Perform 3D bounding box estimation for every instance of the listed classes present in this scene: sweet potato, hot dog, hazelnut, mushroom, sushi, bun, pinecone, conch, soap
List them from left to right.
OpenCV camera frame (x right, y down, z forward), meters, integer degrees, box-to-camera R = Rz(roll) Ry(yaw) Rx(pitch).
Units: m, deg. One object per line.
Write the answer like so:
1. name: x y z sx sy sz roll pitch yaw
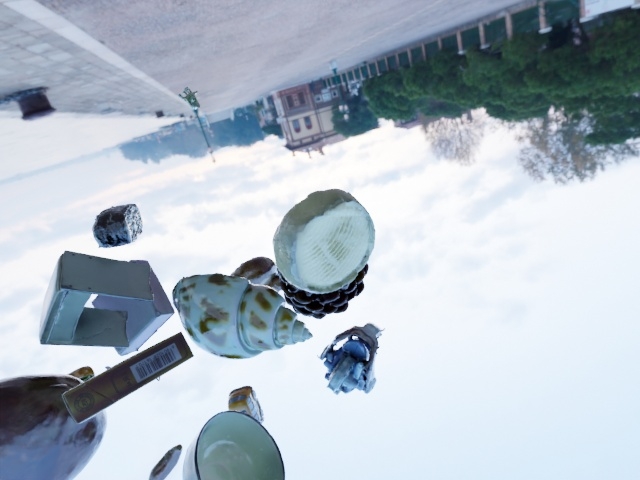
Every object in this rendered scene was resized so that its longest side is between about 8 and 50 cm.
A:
1. hazelnut: -0.823 0.541 1.173 0.421 0.421 0.353 -16 -131 1
2. hot dog: -1.027 0.616 1.722 0.337 0.135 0.100 -29 -167 16
3. sushi: -0.699 -0.054 1.457 0.127 0.124 0.225 -10 -158 -6
4. soap: -0.771 0.274 1.731 0.296 0.285 0.107 -41 160 18
5. sweet potato: -0.556 0.813 1.475 0.078 0.058 0.255 26 -96 41
6. conch: -0.210 0.200 1.108 0.368 0.249 0.197 -9 -136 1
7. mushroom: -0.278 0.176 1.825 0.278 0.163 0.297 -18 156 -17
8. bun: 0.000 0.000 1.025 0.259 0.259 0.152 -26 -143 -25
9. pinecone: 0.011 0.083 1.258 0.242 0.296 0.298 18 -107 24

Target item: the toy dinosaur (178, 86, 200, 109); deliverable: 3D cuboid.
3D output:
1. toy dinosaur: -0.346 -0.384 1.145 0.029 0.060 0.120 -37 -158 13

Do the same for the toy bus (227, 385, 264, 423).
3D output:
1. toy bus: -0.344 0.789 1.932 0.126 0.209 0.136 -18 -170 4

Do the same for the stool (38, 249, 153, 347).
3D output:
1. stool: -0.707 0.195 1.336 0.269 0.243 0.170 15 -149 -36

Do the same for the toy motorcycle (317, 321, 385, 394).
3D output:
1. toy motorcycle: 0.119 0.370 1.285 0.241 0.182 0.319 -27 159 -6

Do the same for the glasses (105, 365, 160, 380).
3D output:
1. glasses: -0.494 0.345 1.099 0.140 0.062 0.104 -13 170 32

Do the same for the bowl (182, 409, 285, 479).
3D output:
1. bowl: -0.302 0.756 1.360 0.185 0.354 0.354 -43 -170 21

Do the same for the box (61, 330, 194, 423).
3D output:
1. box: -0.402 0.285 0.886 0.240 0.071 0.159 -27 179 -36
